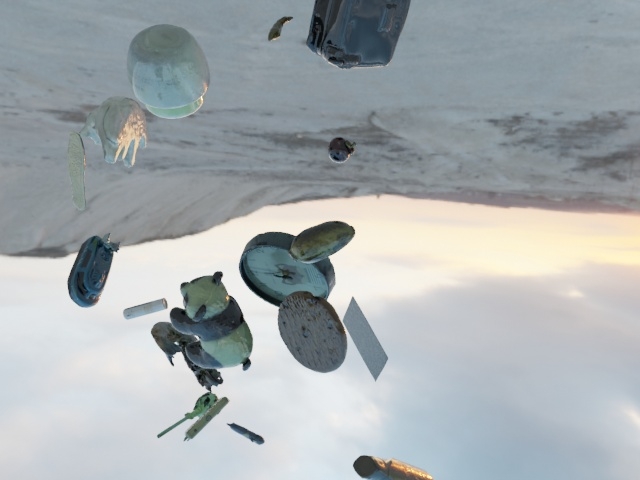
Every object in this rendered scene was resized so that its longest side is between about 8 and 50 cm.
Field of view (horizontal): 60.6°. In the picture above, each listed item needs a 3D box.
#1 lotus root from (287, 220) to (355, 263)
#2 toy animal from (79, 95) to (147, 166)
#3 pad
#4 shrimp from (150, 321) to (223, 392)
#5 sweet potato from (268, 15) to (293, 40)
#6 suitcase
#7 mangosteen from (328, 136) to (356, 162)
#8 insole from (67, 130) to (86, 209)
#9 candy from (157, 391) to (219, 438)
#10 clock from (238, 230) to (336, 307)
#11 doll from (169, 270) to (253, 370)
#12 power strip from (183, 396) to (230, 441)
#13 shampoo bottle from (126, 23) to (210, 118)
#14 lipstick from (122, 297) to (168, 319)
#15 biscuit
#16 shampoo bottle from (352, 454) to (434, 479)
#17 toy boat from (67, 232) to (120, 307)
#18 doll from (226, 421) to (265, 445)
[{"bbox_3d":[0.000,0.000,1.341,0.179,0.081,0.089,-25,-152,11],"label":"lotus root"},{"bbox_3d":[-0.663,-0.342,1.703,0.188,0.266,0.308,22,-134,-10],"label":"toy animal"},{"bbox_3d":[0.136,0.307,1.713,0.003,0.158,0.235,-14,-125,-23],"label":"pad"},{"bbox_3d":[-0.391,0.315,1.567,0.178,0.075,0.289,30,-165,-50],"label":"shrimp"},{"bbox_3d":[-0.136,-0.674,1.749,0.041,0.038,0.153,19,-126,13],"label":"sweet potato"},{"bbox_3d":[0.138,-0.738,1.760,0.339,0.345,0.188,-15,-138,-40],"label":"suitcase"},{"bbox_3d":[0.061,-0.277,1.680,0.081,0.081,0.081,5,-174,0],"label":"mangosteen"},{"bbox_3d":[-0.714,-0.201,1.604,0.081,0.248,0.011,26,-147,26],"label":"insole"},{"bbox_3d":[-0.410,0.557,1.711,0.083,0.091,0.305,15,-169,20],"label":"candy"},{"bbox_3d":[-0.110,0.108,1.782,0.325,0.325,0.067,7,-135,17],"label":"clock"},{"bbox_3d":[-0.228,0.176,1.195,0.135,0.234,0.143,-1,-152,44],"label":"doll"},{"bbox_3d":[-0.339,0.524,1.610,0.169,0.028,0.076,-43,180,-24],"label":"power strip"},{"bbox_3d":[-0.607,-0.675,2.184,0.322,0.323,0.317,5,147,3],"label":"shampoo bottle"},{"bbox_3d":[-0.563,0.220,1.762,0.141,0.040,0.040,-16,-176,5],"label":"lipstick"},{"bbox_3d":[-0.019,0.220,1.313,0.212,0.212,0.036,9,-156,36],"label":"biscuit"},{"bbox_3d":[0.227,0.709,1.640,0.350,0.084,0.125,37,-172,-39],"label":"shampoo bottle"},{"bbox_3d":[-0.806,0.103,1.975,0.092,0.299,0.134,-23,132,19],"label":"toy boat"},{"bbox_3d":[-0.219,0.562,1.600,0.125,0.027,0.037,28,164,-3],"label":"doll"}]
